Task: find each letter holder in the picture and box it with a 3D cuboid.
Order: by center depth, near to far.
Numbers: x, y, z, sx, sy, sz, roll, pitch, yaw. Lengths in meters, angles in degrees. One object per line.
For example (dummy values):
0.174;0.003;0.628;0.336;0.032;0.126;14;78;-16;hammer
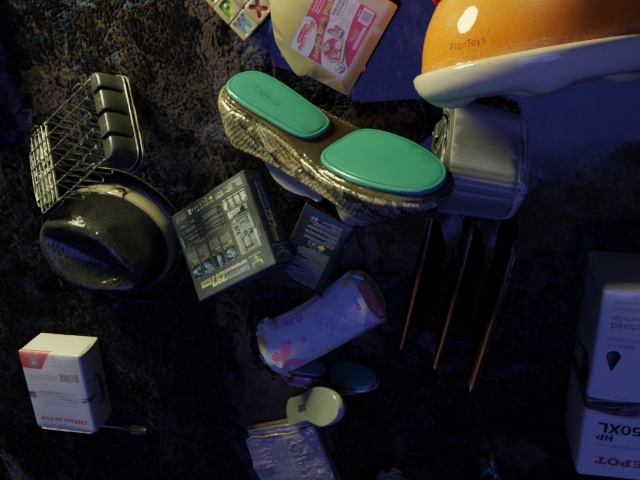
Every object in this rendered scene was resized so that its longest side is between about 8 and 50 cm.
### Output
0.241;0.090;1.161;0.152;0.214;0.302;12;115;7;letter holder

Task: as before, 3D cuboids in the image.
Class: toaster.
0.259;-0.126;1.070;0.146;0.227;0.129;10;150;2;toaster

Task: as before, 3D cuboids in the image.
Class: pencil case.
0.000;0.164;1.306;0.273;0.113;0.124;-30;87;23;pencil case

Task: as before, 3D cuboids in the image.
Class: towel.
-0.053;0.541;1.518;0.187;0.049;0.282;-15;109;19;towel

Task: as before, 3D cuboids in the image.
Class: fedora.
-0.443;0.016;1.318;0.334;0.152;0.334;5;114;11;fedora

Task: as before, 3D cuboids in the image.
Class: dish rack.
-0.460;-0.177;1.235;0.271;0.074;0.208;-30;65;30;dish rack

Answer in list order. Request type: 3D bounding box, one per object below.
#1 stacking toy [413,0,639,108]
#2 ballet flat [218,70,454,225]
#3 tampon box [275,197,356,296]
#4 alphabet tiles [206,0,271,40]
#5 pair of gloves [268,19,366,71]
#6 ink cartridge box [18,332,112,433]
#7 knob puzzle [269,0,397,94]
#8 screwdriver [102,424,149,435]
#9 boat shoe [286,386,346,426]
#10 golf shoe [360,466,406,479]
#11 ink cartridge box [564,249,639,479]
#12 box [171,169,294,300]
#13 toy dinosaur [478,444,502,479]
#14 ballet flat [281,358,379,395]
0.282;-0.442;0.890;0.350;0.350;0.480;-6;100;15;stacking toy
0.014;-0.129;1.091;0.483;0.164;0.182;32;142;30;ballet flat
0.000;0.000;1.228;0.101;0.120;0.161;26;116;2;tampon box
-0.123;-0.497;1.093;0.198;0.009;0.237;46;115;-4;alphabet tiles
0.007;-0.378;1.117;0.198;0.023;0.159;9;115;8;pair of gloves
-0.598;0.337;1.527;0.158;0.092;0.218;3;112;12;ink cartridge box
0.004;-0.368;1.093;0.213;0.030;0.213;5;116;9;knob puzzle
-0.503;0.463;1.600;0.170;0.024;0.025;4;143;13;screwdriver
0.006;0.351;1.364;0.227;0.081;0.079;-32;61;57;boat shoe
0.114;0.585;1.463;0.176;0.086;0.069;-34;106;12;golf shoe
0.619;0.234;1.166;0.285;0.166;0.395;3;114;12;ink cartridge box
-0.172;-0.006;1.232;0.232;0.059;0.183;-28;79;38;box
0.382;0.506;1.411;0.082;0.047;0.090;32;107;-22;toy dinosaur
0.020;0.297;1.388;0.221;0.077;0.079;6;133;15;ballet flat
